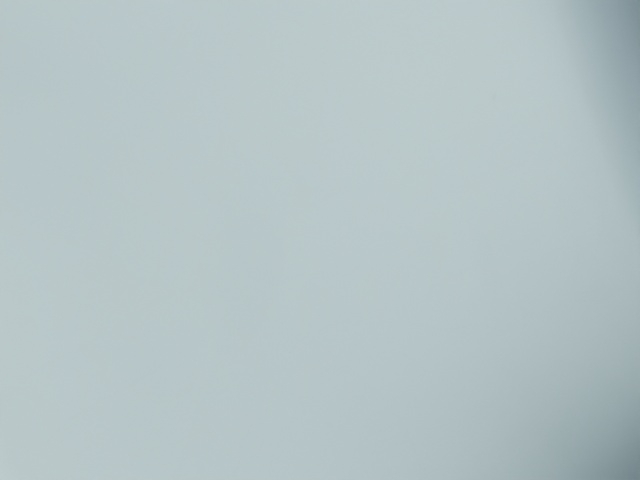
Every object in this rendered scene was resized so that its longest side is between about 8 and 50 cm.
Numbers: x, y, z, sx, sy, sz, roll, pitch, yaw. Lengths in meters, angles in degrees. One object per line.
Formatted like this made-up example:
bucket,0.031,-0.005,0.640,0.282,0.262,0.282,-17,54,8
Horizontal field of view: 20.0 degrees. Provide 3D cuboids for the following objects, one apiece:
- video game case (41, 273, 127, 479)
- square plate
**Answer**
video game case,-0.152,0.010,0.563,0.183,0.023,0.201,18,81,-13
square plate,0.000,0.000,0.572,0.344,0.049,0.347,-22,97,-20
